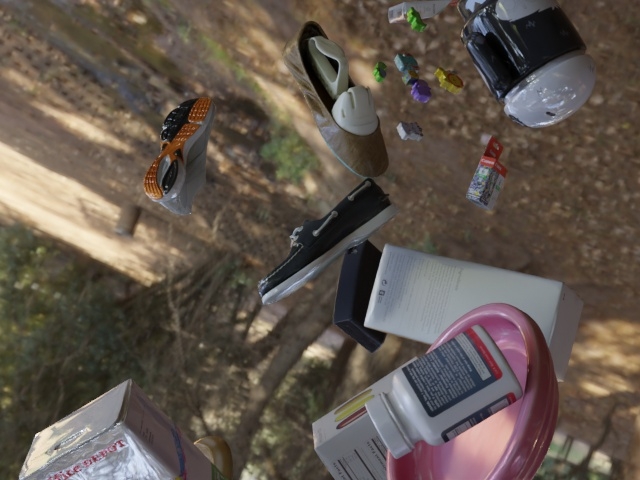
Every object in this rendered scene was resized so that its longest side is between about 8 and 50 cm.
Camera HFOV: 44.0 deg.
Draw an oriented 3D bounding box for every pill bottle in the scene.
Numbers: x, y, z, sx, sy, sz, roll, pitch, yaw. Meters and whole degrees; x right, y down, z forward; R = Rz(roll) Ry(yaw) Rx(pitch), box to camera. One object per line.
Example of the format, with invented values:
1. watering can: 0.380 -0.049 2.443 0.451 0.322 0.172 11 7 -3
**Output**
1. pill bottle: 0.153 0.195 1.003 0.108 0.180 0.108 60 -179 -2

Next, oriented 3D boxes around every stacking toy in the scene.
1. stacking toy: 0.191 -0.332 1.597 0.052 0.221 0.167 0 145 -32

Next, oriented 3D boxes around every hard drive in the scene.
1. hard drive: 0.114 0.125 1.915 0.054 0.255 0.172 -19 133 37

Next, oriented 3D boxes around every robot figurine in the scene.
1. robot figurine: 0.347 -0.326 1.354 0.278 0.209 0.173 61 179 11

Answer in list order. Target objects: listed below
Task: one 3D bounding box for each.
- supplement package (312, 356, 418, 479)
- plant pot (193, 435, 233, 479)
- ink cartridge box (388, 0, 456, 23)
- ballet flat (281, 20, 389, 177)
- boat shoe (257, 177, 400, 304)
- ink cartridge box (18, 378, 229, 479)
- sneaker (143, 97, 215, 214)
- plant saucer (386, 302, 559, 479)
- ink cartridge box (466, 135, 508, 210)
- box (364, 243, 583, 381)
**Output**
1. supplement package: 0.121 0.348 1.461 0.134 0.244 0.139 57 -179 -7
2. plant pot: -0.271 0.526 1.679 0.032 0.236 0.236 31 170 -32
3. ink cartridge box: 0.267 -0.551 1.907 0.179 0.045 0.145 -3 -168 -9
4. ballet flat: 0.035 -0.278 1.485 0.116 0.342 0.124 -15 155 -26
5. boat shoe: 0.000 0.000 1.397 0.091 0.302 0.114 52 157 7
6. ink cartridge box: -0.299 0.383 1.251 0.278 0.201 0.117 54 -170 -25
7. sneaker: -0.275 -0.173 1.641 0.099 0.263 0.121 8 155 28
8. plant saucer: 0.218 0.252 1.113 0.084 0.332 0.332 29 171 -15
9. ink cartridge box: 0.293 -0.114 1.354 0.029 0.115 0.063 21 178 36
10. box: 0.293 0.137 1.503 0.345 0.168 0.215 12 174 29
